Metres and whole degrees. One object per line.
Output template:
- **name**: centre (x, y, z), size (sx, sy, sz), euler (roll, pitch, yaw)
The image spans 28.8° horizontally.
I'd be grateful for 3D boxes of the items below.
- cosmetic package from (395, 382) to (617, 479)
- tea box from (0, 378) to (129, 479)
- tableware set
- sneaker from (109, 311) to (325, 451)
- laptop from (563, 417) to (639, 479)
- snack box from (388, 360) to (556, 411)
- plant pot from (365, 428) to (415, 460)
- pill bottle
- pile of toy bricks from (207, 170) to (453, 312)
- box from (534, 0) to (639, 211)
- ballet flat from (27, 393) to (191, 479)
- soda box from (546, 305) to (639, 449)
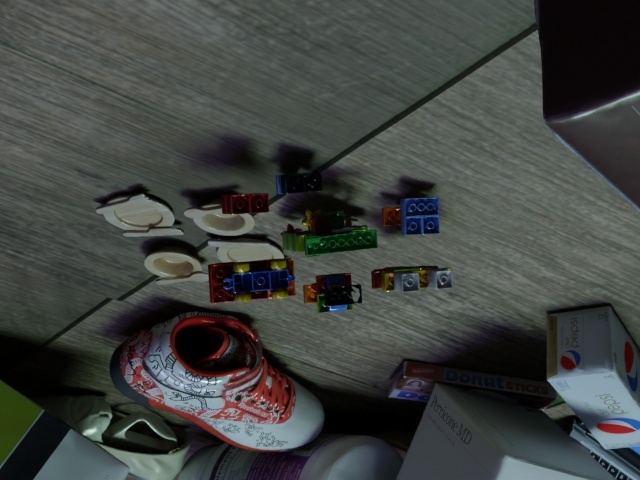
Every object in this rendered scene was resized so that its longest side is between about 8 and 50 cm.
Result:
- **cosmetic package**: centre (0.153, 0.364, 1.332), size (0.155, 0.365, 0.197), euler (17, -171, -21)
- **tea box**: centre (-0.434, 0.297, 1.421), size (0.323, 0.220, 0.329), euler (35, 147, -1)
- **tableware set**: centre (-0.114, 0.000, 1.140), size (0.141, 0.020, 0.168), euler (-5, 150, 16)
- **sneaker**: centre (-0.080, 0.156, 1.349), size (0.270, 0.090, 0.145), euler (23, 149, -26)
- **laptop**: centre (0.454, 0.373, 1.481), size (0.382, 0.408, 0.236), euler (36, 172, -31)
- **snack box**: centre (0.170, 0.168, 1.403), size (0.178, 0.022, 0.064), euler (9, 151, -10)
- **plant pot**: centre (0.139, 0.332, 1.564), size (0.110, 0.237, 0.237), euler (-26, 173, -39)
- **pill bottle**: centre (-0.043, 0.319, 1.535), size (0.169, 0.169, 0.301), euler (28, 157, -36)
- **pile of toy bricks**: centre (0.000, 0.000, 1.064), size (0.212, 0.118, 0.105), euler (-4, -177, -18)
- **box**: centre (0.250, -0.127, 0.699), size (0.203, 0.168, 0.167), euler (-18, 145, 36)
- **ballet flat**: centre (-0.263, 0.231, 1.542), size (0.248, 0.086, 0.086), euler (26, 145, -37)
- **soda box**: centre (0.297, 0.147, 1.292), size (0.069, 0.074, 0.216), euler (-10, 149, 24)
